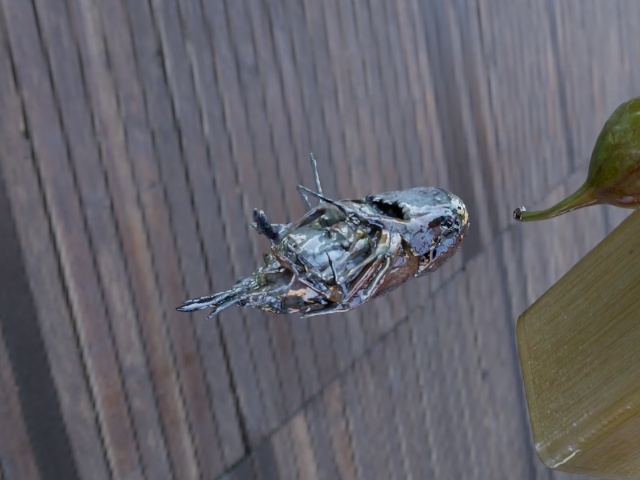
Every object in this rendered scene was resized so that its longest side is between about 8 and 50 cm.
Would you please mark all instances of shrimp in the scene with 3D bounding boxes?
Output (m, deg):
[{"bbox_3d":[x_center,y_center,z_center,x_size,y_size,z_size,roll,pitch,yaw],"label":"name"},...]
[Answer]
[{"bbox_3d":[0.002,0.000,1.377,0.372,0.172,0.137,-6,130,-32],"label":"shrimp"}]

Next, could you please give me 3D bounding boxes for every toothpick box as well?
[{"bbox_3d":[0.299,0.057,0.944,0.190,0.308,0.187,12,53,-24],"label":"toothpick box"}]

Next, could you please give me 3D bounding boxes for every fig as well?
[{"bbox_3d":[0.315,-0.072,1.367,0.124,0.236,0.124,46,27,-32],"label":"fig"}]
